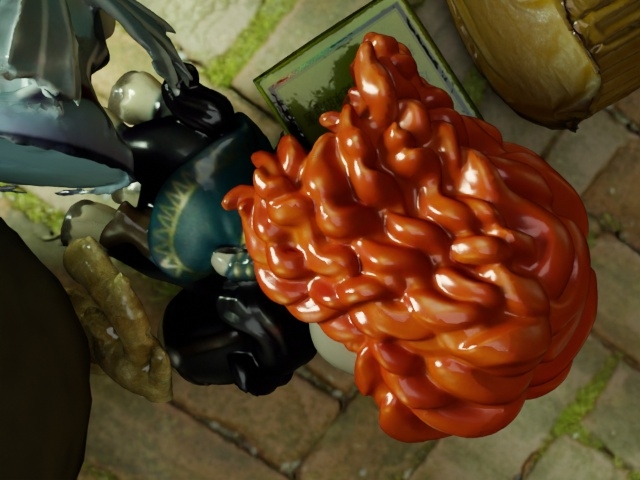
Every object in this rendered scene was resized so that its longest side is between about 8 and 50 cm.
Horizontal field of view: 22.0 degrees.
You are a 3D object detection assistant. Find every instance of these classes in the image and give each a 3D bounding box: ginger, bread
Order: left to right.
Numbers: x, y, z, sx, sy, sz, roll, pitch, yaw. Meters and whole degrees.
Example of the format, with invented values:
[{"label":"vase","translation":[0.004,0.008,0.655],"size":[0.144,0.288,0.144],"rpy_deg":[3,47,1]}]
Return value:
[{"label":"ginger","translation":[-0.162,0.074,1.257],"size":[0.053,0.176,0.193],"rpy_deg":[-31,140,-15]},{"label":"bread","translation":[0.180,-0.189,1.278],"size":[0.104,0.199,0.199],"rpy_deg":[-31,98,-19]}]

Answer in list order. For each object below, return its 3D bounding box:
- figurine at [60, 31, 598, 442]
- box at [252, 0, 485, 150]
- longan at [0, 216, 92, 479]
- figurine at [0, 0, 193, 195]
[{"label":"figurine","translation":[-0.008,0.005,1.225],"size":[0.412,0.241,0.306],"rpy_deg":[-3,106,32]},{"label":"box","translation":[0.062,-0.077,1.340],"size":[0.141,0.064,0.220],"rpy_deg":[-33,99,1]},{"label":"longan","translation":[-0.359,0.126,1.155],"size":[0.404,0.436,0.403],"rpy_deg":[2,65,-5]},{"label":"figurine","translation":[-0.174,-0.239,1.099],"size":[0.248,0.277,0.388],"rpy_deg":[0,77,39]}]
